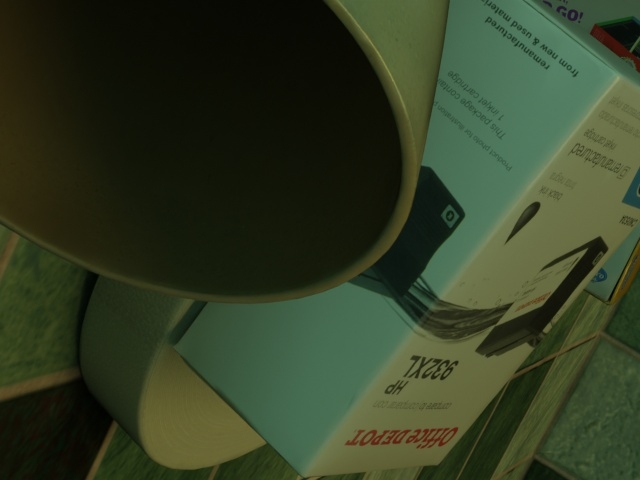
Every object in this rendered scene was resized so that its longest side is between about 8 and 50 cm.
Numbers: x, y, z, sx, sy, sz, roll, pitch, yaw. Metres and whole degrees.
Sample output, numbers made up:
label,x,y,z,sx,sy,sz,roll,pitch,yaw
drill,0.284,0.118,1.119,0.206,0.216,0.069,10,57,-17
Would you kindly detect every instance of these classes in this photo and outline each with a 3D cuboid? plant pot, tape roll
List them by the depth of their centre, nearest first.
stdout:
label,x,y,z,sx,sy,sz,roll,pitch,yaw
plant pot,-0.040,-0.158,0.762,0.256,0.256,0.274,94,16,-53
tape roll,0.000,0.000,1.205,0.392,0.072,0.392,-38,156,-20

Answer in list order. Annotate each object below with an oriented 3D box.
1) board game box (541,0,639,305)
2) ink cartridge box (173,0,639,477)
label,x,y,z,sx,sy,sz,roll,pitch,yaw
board game box,0.207,-0.143,1.363,0.064,0.242,0.316,-22,140,-63
ink cartridge box,0.084,-0.002,1.086,0.307,0.129,0.223,-52,156,13
